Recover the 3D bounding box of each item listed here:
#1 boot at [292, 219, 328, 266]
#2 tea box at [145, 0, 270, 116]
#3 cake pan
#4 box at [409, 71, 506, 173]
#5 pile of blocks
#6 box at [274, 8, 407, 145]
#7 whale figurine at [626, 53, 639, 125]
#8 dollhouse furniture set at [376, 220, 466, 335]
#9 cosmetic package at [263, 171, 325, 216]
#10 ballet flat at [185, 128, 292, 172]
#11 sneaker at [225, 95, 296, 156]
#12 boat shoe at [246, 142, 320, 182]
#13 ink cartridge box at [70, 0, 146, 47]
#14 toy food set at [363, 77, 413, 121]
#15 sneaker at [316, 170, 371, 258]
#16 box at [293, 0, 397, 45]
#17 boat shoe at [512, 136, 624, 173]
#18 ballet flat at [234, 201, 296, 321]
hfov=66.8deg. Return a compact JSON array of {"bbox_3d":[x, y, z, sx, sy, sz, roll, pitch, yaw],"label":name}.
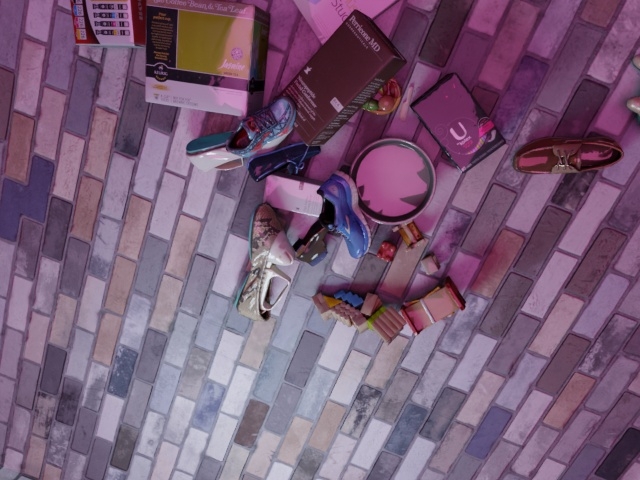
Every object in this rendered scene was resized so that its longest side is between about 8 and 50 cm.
[{"bbox_3d":[0.000,0.000,1.766,0.219,0.082,0.106,-41,119,16],"label":"boot"},{"bbox_3d":[-0.351,-0.581,1.531,0.329,0.220,0.323,10,110,4],"label":"tea box"},{"bbox_3d":[0.243,-0.200,1.645,0.293,0.054,0.293,2,101,12],"label":"cake pan"},{"bbox_3d":[0.429,-0.371,1.535,0.165,0.143,0.270,-38,99,16],"label":"box"},{"bbox_3d":[0.145,0.274,1.814,0.362,0.112,0.148,19,66,20],"label":"pile of blocks"},{"bbox_3d":[0.054,-0.486,1.499,0.381,0.143,0.191,-41,82,26],"label":"box"},{"bbox_3d":[1.028,-0.437,1.457,0.216,0.141,0.271,-19,80,13],"label":"whale figurine"},{"bbox_3d":[0.339,0.124,1.733,0.201,0.152,0.374,-32,84,17],"label":"dollhouse furniture set"},{"bbox_3d":[-0.078,-0.163,1.705,0.231,0.085,0.117,11,109,3],"label":"cosmetic package"},{"bbox_3d":[-0.265,-0.321,1.668,0.401,0.139,0.139,-11,106,15],"label":"ballet flat"},{"bbox_3d":[-0.184,-0.344,1.492,0.262,0.125,0.104,-38,88,18],"label":"sneaker"},{"bbox_3d":[-0.116,-0.259,1.644,0.258,0.109,0.089,-20,81,-6],"label":"boat shoe"},{"bbox_3d":[-0.643,-0.784,1.551,0.272,0.130,0.309,3,108,6],"label":"ink cartridge box"},{"bbox_3d":[0.193,-0.473,1.571,0.218,0.071,0.128,19,110,1],"label":"toy food set"},{"bbox_3d":[0.066,-0.067,1.648,0.147,0.130,0.329,-34,122,-19],"label":"sneaker"},{"bbox_3d":[0.088,-0.772,1.493,0.322,0.058,0.232,-33,101,15],"label":"box"},{"bbox_3d":[0.783,-0.269,1.535,0.325,0.116,0.123,-8,107,10],"label":"boat shoe"},{"bbox_3d":[-0.182,0.097,1.745,0.182,0.164,0.482,23,120,13],"label":"ballet flat"}]
